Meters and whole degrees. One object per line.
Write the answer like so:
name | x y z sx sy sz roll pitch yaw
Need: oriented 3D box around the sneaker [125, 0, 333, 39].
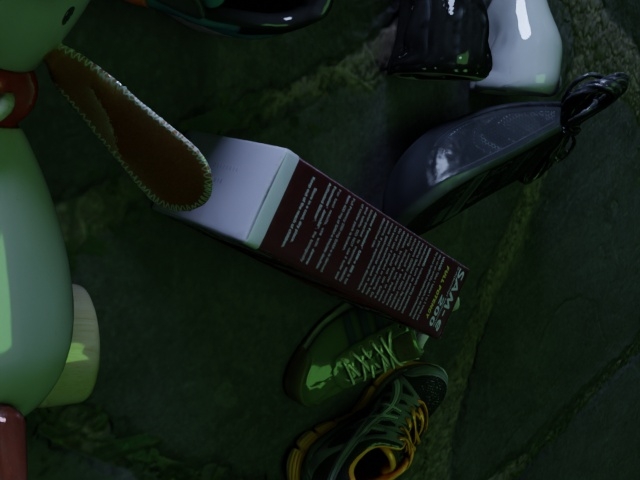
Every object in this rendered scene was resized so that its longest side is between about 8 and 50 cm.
sneaker | -0.117 -0.197 0.432 0.302 0.121 0.108 7 99 -42

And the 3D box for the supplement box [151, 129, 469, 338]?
supplement box | 0.000 0.000 0.593 0.239 0.130 0.073 28 83 -42

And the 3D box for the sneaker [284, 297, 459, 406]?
sneaker | 0.057 0.094 0.703 0.192 0.086 0.064 -41 127 -25

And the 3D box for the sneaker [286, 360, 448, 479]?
sneaker | 0.068 0.202 0.749 0.214 0.083 0.084 -32 121 -33

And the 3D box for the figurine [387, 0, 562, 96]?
figurine | 0.166 -0.254 0.701 0.214 0.092 0.210 -2 100 -43

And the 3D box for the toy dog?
toy dog | -0.169 -0.003 0.376 0.220 0.161 0.334 -21 133 -28

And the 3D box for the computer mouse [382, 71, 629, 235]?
computer mouse | 0.160 -0.087 0.728 0.272 0.072 0.188 -26 164 -25
